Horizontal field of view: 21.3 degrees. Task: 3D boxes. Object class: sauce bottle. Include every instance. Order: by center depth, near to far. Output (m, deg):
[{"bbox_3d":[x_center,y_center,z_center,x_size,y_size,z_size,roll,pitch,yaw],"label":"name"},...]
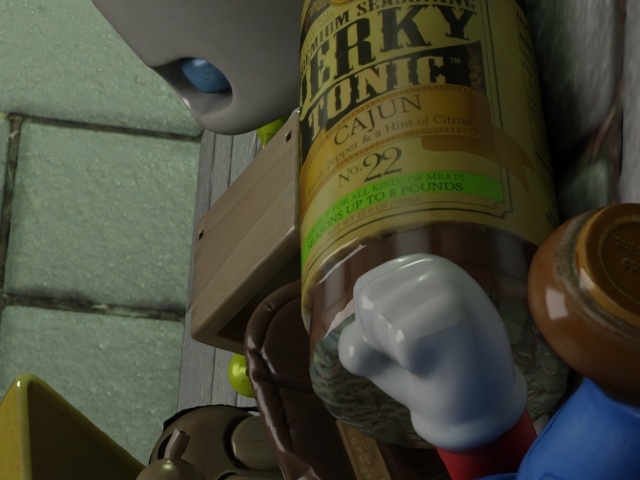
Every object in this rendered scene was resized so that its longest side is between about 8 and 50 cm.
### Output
[{"bbox_3d":[0.043,-0.073,0.767,0.111,0.111,0.344,105,167,-47],"label":"sauce bottle"}]

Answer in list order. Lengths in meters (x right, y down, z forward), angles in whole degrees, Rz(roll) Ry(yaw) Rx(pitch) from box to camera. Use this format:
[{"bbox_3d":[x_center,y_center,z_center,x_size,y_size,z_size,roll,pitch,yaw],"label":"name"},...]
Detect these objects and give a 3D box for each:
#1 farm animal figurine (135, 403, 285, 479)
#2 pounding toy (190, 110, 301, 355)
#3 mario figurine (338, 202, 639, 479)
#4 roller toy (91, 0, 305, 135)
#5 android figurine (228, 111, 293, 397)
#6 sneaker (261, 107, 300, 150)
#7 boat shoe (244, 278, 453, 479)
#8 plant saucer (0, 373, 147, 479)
[{"bbox_3d":[-0.060,0.214,1.058,0.327,0.172,0.330,-96,14,-57],"label":"farm animal figurine"},{"bbox_3d":[0.018,0.007,0.862,0.130,0.141,0.100,-45,35,46],"label":"pounding toy"},{"bbox_3d":[0.024,0.132,0.514,0.198,0.170,0.320,-45,-12,-41],"label":"mario figurine"},{"bbox_3d":[-0.027,-0.163,1.015,0.191,0.146,0.209,-32,19,27],"label":"roller toy"},{"bbox_3d":[-0.036,0.005,1.371,0.273,0.056,0.248,85,-170,-88],"label":"android figurine"},{"bbox_3d":[-0.002,-0.001,1.114,0.226,0.086,0.163,111,166,-58],"label":"sneaker"},{"bbox_3d":[0.037,0.142,0.741,0.095,0.095,0.258,57,-161,-62],"label":"boat shoe"},{"bbox_3d":[-0.145,0.307,1.179,0.333,0.081,0.333,51,-157,-50],"label":"plant saucer"}]
